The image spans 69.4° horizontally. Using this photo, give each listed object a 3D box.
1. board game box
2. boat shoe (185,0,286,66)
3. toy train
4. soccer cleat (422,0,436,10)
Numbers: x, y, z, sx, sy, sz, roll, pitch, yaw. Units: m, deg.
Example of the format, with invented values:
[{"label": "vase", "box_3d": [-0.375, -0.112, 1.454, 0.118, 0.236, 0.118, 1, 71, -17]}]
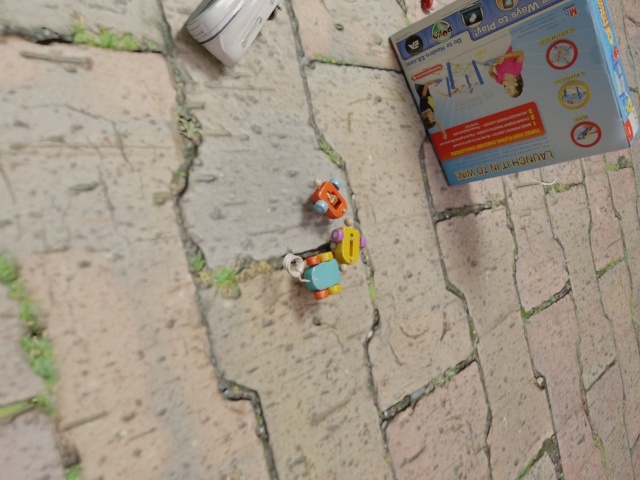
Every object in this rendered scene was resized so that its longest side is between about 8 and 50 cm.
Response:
[{"label": "board game box", "box_3d": [0.312, -0.268, 0.770, 0.086, 0.308, 0.301, -41, 112, -38]}, {"label": "boat shoe", "box_3d": [-0.084, -0.318, 0.593, 0.226, 0.083, 0.076, -57, 133, -17]}, {"label": "toy train", "box_3d": [0.000, 0.000, 0.642, 0.125, 0.046, 0.166, 44, 55, -27]}, {"label": "soccer cleat", "box_3d": [0.210, -0.487, 0.894, 0.036, 0.029, 0.083, -8, 93, -50]}]
